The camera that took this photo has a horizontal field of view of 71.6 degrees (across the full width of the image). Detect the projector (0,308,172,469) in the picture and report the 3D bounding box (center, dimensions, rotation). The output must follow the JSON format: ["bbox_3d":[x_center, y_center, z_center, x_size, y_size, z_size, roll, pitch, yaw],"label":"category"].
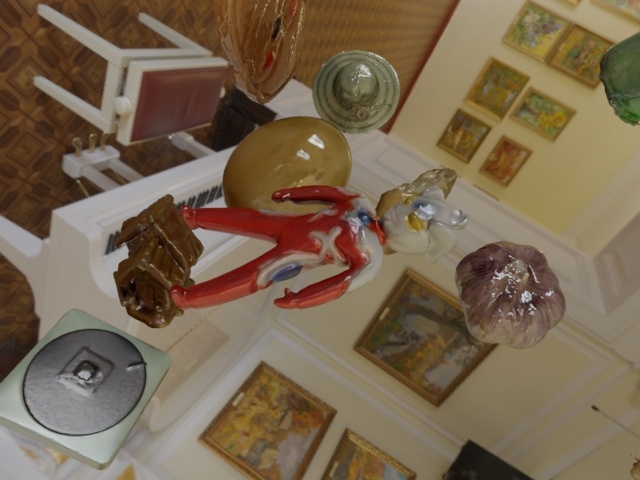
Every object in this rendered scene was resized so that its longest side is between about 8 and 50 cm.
[{"bbox_3d":[-0.492,0.305,0.936,0.079,0.259,0.257,-58,-174,43],"label":"projector"}]

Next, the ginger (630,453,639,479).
[{"bbox_3d":[0.709,0.474,0.760,0.236,0.375,0.166,-33,-170,-14],"label":"ginger"}]

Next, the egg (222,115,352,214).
[{"bbox_3d":[-0.074,-0.139,0.985,0.322,0.250,0.250,-34,-174,35],"label":"egg"}]

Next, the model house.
[{"bbox_3d":[-0.376,0.034,0.988,0.199,0.220,0.229,-62,163,-59],"label":"model house"}]

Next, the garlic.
[{"bbox_3d":[0.256,0.067,0.600,0.159,0.147,0.102,-55,167,-33],"label":"garlic"}]

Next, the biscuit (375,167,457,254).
[{"bbox_3d":[0.204,-0.062,1.003,0.274,0.091,0.213,-35,156,-43],"label":"biscuit"}]

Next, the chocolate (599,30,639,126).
[{"bbox_3d":[0.445,-0.224,0.435,0.110,0.110,0.291,-52,-167,-27],"label":"chocolate"}]

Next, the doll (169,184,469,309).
[{"bbox_3d":[0.000,0.000,0.585,0.099,0.384,0.188,80,3,-59],"label":"doll"}]

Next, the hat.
[{"bbox_3d":[0.100,-0.424,1.207,0.252,0.252,0.110,-57,177,0],"label":"hat"}]

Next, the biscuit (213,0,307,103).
[{"bbox_3d":[-0.137,-0.554,1.140,0.349,0.078,0.455,-63,165,-5],"label":"biscuit"}]
